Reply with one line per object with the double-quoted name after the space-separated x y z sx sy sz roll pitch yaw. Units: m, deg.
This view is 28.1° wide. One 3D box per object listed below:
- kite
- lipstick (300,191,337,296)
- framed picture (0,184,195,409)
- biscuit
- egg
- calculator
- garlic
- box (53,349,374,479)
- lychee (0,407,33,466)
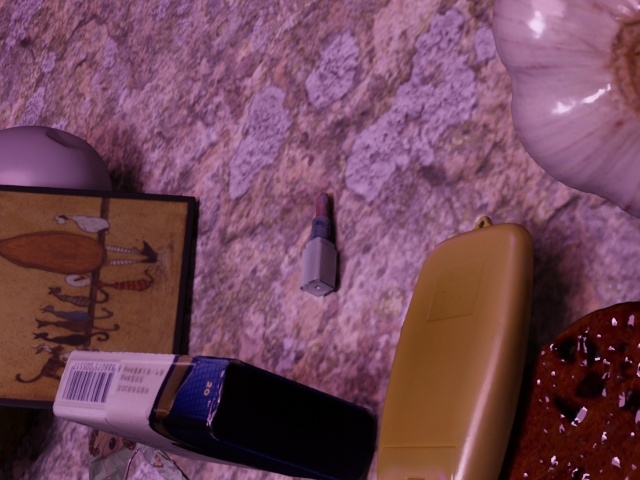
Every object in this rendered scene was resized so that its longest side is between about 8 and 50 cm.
-0.189 0.205 1.323 0.250 0.012 0.229 24 91 52 "kite"
0.000 0.000 1.188 0.025 0.025 0.107 -30 44 39 "lipstick"
-0.308 0.054 1.331 0.014 0.338 0.255 95 179 -61 "framed picture"
0.197 0.129 0.854 0.192 0.049 0.192 -26 54 40 "biscuit"
-0.341 -0.049 1.509 0.232 0.176 0.176 -14 60 47 "egg"
0.099 0.090 0.962 0.157 0.033 0.236 -20 53 61 "calculator"
0.245 -0.146 0.861 0.245 0.245 0.253 -44 6 27 "garlic"
-0.097 0.150 1.107 0.259 0.168 0.071 -2 67 52 "box"
-0.452 0.172 1.452 0.320 0.270 0.270 -46 39 45 "lychee"
